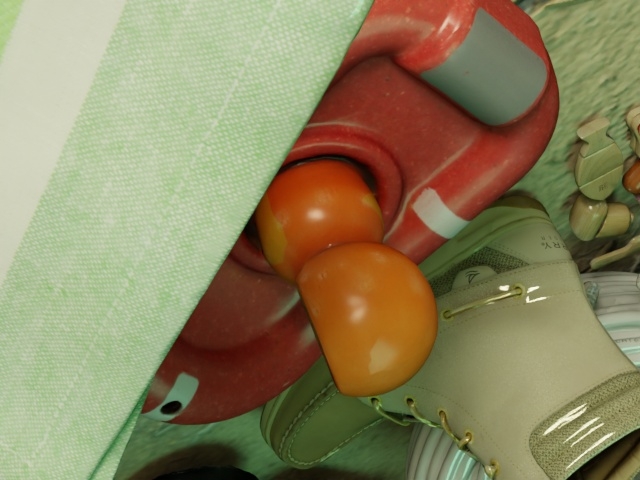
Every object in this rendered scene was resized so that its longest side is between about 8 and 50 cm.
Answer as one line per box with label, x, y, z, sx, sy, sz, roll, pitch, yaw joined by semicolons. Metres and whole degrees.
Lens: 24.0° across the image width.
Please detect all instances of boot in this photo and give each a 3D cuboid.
boot;0.073;0.099;0.815;0.213;0.165;0.077;-41;147;18

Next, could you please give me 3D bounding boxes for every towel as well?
towel;-0.174;-0.048;0.361;0.325;0.038;0.248;22;130;-11

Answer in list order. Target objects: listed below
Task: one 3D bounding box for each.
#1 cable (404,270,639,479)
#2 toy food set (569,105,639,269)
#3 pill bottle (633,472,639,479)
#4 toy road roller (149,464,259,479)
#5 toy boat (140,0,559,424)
cable;0.174;0.145;0.936;0.257;0.089;0.257;37;105;-24
toy food set;0.173;-0.037;0.840;0.078;0.019;0.122;-23;141;-10
pill bottle;0.320;0.263;1.203;0.229;0.229;0.407;-32;149;6
toy road roller;-0.060;0.291;0.978;0.240;0.202;0.329;-31;147;29
toy boat;0.000;0.000;0.605;0.231;0.151;0.151;-42;134;21
